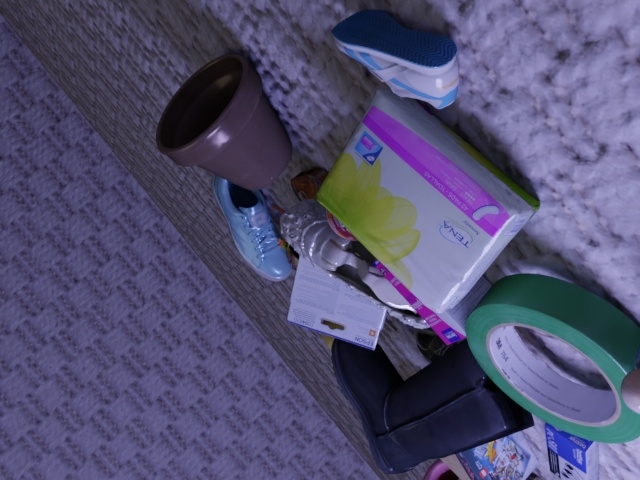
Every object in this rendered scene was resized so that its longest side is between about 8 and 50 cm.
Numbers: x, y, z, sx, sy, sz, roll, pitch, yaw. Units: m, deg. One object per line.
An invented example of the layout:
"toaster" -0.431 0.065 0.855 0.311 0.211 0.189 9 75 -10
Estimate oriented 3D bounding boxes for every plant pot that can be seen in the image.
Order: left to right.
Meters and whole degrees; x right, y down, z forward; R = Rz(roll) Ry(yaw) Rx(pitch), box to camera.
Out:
"plant pot" -0.185 -0.232 1.567 0.229 0.263 0.263 40 171 -39
"plant pot" 0.083 0.249 2.034 0.134 0.134 0.095 48 134 5

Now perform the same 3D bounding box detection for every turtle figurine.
"turtle figurine" -0.049 0.036 1.956 0.217 0.087 0.270 34 156 39

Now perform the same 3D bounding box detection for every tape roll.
"tape roll" 0.395 0.196 1.192 0.321 0.077 0.321 34 154 20

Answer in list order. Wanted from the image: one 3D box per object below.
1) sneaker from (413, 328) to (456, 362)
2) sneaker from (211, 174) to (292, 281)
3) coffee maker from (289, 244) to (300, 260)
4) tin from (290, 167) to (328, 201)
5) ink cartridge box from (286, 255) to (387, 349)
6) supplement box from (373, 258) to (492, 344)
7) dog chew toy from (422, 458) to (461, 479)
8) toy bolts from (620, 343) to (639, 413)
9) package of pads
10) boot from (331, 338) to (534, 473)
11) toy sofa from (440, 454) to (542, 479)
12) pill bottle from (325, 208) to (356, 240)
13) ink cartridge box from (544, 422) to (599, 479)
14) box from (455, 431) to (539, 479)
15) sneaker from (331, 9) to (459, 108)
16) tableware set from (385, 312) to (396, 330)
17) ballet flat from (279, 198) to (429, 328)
"sneaker" 0.281 0.257 1.657 0.192 0.064 0.086 26 155 56
"sneaker" -0.190 -0.045 2.017 0.366 0.135 0.150 56 165 -4
"coffee maker" 0.000 0.000 1.736 0.171 0.120 0.178 70 163 -8
"tin" -0.007 -0.112 1.657 0.106 0.040 0.189 58 161 -12
"ink cartridge box" 0.049 0.110 1.623 0.223 0.045 0.224 17 111 11
"supplement box" 0.222 0.076 1.376 0.220 0.114 0.111 46 160 5
"dog chew toy" 0.436 0.774 2.116 0.206 0.207 0.332 22 155 55
"toy bolts" 0.448 0.127 0.877 0.218 0.158 0.228 48 161 6
"package of pads" 0.153 -0.059 1.131 0.296 0.101 0.229 44 125 18
"boot" 0.222 0.294 1.579 0.367 0.146 0.445 64 145 15
"toy sofa" 0.392 0.543 1.878 0.362 0.177 0.150 43 136 21
"pill bottle" 0.100 -0.069 1.360 0.121 0.121 0.221 52 162 -7
"ink cartridge box" 0.522 0.445 1.498 0.097 0.046 0.207 32 154 41
"box" 0.403 0.491 1.682 0.044 0.159 0.233 16 141 60
"sneaker" 0.102 -0.261 1.042 0.228 0.087 0.092 38 160 37
"tableware set" 0.127 0.130 1.815 0.194 0.039 0.128 44 173 34
"ballet flat" 0.086 0.045 1.494 0.408 0.147 0.147 32 159 7
